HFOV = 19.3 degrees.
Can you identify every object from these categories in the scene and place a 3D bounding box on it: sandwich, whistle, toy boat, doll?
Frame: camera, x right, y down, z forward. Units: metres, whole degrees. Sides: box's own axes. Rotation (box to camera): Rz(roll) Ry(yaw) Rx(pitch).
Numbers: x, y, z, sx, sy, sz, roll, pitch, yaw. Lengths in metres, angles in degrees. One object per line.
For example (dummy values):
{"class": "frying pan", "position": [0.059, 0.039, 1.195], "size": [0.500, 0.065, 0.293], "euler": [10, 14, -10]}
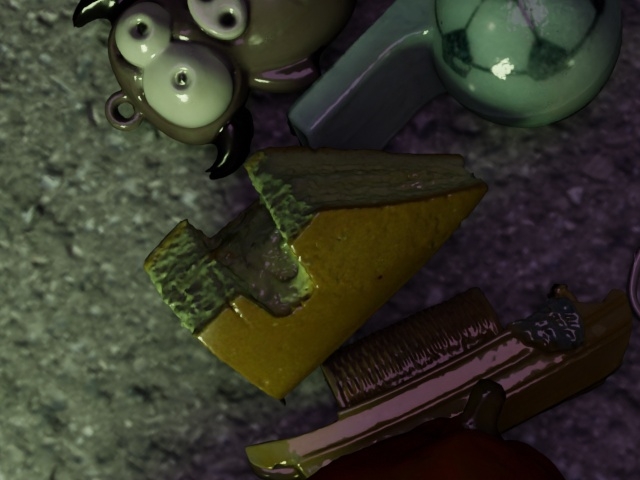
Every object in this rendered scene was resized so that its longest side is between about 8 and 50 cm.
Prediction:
{"class": "sandwich", "position": [0.000, 0.000, 1.394], "size": [0.236, 0.122, 0.128], "euler": [-44, 123, 6]}
{"class": "whistle", "position": [0.129, -0.136, 1.431], "size": [0.163, 0.163, 0.289], "euler": [43, 87, 8]}
{"class": "toy boat", "position": [0.088, 0.108, 1.424], "size": [0.310, 0.089, 0.115], "euler": [-28, 78, -2]}
{"class": "doll", "position": [-0.064, -0.174, 1.461], "size": [0.257, 0.117, 0.182], "euler": [-39, 87, -6]}

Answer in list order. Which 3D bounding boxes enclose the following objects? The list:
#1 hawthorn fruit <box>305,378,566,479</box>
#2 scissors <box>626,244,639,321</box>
{"class": "hawthorn fruit", "position": [0.075, 0.244, 1.268], "size": [0.265, 0.265, 0.307], "euler": [12, 96, 4]}
{"class": "scissors", "position": [0.296, -0.049, 1.469], "size": [0.118, 0.030, 0.242], "euler": [-1, 83, 1]}
